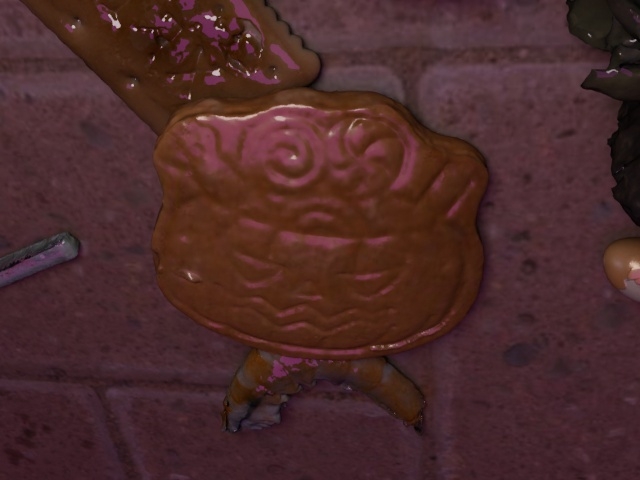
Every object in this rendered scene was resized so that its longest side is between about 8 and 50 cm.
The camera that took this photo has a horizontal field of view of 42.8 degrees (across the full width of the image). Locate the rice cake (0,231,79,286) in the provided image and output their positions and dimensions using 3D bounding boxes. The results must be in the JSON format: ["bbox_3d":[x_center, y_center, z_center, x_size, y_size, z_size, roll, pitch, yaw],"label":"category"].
[{"bbox_3d":[-0.405,0.033,1.091,0.208,0.033,0.033,-19,130,25],"label":"rice cake"}]

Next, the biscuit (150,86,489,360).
[{"bbox_3d":[0.000,0.001,0.929,0.385,0.062,0.365,4,127,-3],"label":"biscuit"}]

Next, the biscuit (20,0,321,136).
[{"bbox_3d":[-0.174,-0.234,0.835,0.217,0.044,0.325,-31,115,28],"label":"biscuit"}]

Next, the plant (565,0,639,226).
[{"bbox_3d":[0.350,-0.112,0.709,0.213,0.215,0.312,-24,116,30],"label":"plant"}]

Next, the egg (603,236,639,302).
[{"bbox_3d":[0.354,0.031,0.906,0.083,0.071,0.071,20,128,1],"label":"egg"}]

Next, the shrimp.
[{"bbox_3d":[0.000,0.193,1.119,0.287,0.068,0.185,-2,127,2],"label":"shrimp"}]
